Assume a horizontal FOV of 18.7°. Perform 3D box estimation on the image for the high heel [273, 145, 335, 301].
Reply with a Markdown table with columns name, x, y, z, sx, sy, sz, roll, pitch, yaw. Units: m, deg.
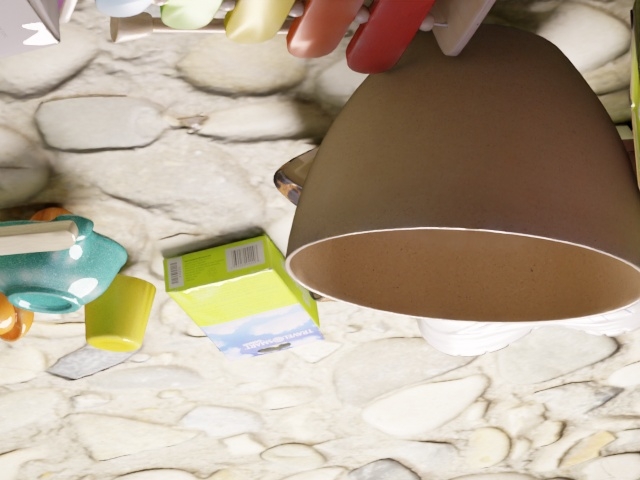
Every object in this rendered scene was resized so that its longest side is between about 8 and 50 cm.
| name | x | y | z | sx | sy | sz | roll | pitch | yaw |
| --- | --- | --- | --- | --- | --- | --- | --- | --- | --- |
| high heel | 0.000 | 0.000 | 1.732 | 0.186 | 0.093 | 0.261 | -34 | 152 | 30 |

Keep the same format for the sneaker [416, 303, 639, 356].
| name | x | y | z | sx | sy | sz | roll | pitch | yaw |
| --- | --- | --- | --- | --- | --- | --- | --- | --- | --- |
| sneaker | 0.219 | 0.030 | 1.849 | 0.297 | 0.111 | 0.129 | -17 | 145 | 15 |

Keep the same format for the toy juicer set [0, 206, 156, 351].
| name | x | y | z | sx | sy | sz | roll | pitch | yaw |
| --- | --- | --- | --- | --- | --- | --- | --- | --- | --- |
| toy juicer set | -0.275 | 0.013 | 1.711 | 0.209 | 0.089 | 0.329 | 2 | 162 | 8 |

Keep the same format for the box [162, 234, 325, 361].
| name | x | y | z | sx | sy | sz | roll | pitch | yaw |
| --- | --- | --- | --- | --- | --- | --- | --- | --- | --- |
| box | -0.071 | 0.058 | 1.886 | 0.109 | 0.042 | 0.178 | -13 | 152 | 12 |

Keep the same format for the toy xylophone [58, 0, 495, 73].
| name | x | y | z | sx | sy | sz | roll | pitch | yaw |
| --- | --- | --- | --- | --- | --- | --- | --- | --- | --- |
| toy xylophone | -0.034 | -0.188 | 1.386 | 0.322 | 0.081 | 0.236 | -1 | 152 | -12 |

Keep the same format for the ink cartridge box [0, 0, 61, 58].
| name | x | y | z | sx | sy | sz | roll | pitch | yaw |
| --- | --- | --- | --- | --- | --- | --- | --- | --- | --- |
| ink cartridge box | -0.283 | -0.185 | 1.239 | 0.219 | 0.160 | 0.092 | -12 | 153 | 9 |

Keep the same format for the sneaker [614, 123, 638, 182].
| name | x | y | z | sx | sy | sz | roll | pitch | yaw |
| --- | --- | --- | --- | --- | --- | --- | --- | --- | --- |
| sneaker | 0.323 | -0.028 | 1.696 | 0.281 | 0.162 | 0.106 | -12 | 152 | 9 |

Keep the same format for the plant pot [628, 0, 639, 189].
| name | x | y | z | sx | sy | sz | roll | pitch | yaw |
| --- | --- | --- | --- | --- | --- | --- | --- | --- | --- |
| plant pot | 0.353 | -0.091 | 1.532 | 0.207 | 0.228 | 0.227 | -4 | 154 | 6 |

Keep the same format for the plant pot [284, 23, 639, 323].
| name | x | y | z | sx | sy | sz | roll | pitch | yaw |
| --- | --- | --- | --- | --- | --- | --- | --- | --- | --- |
| plant pot | 0.121 | -0.059 | 1.525 | 0.284 | 0.191 | 0.284 | 5 | 164 | 1 |
